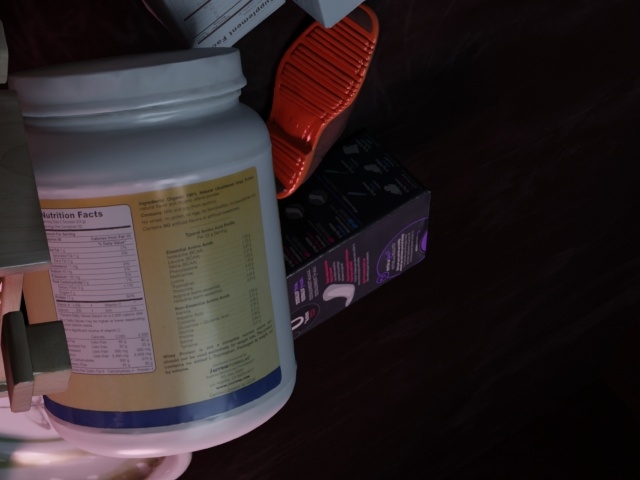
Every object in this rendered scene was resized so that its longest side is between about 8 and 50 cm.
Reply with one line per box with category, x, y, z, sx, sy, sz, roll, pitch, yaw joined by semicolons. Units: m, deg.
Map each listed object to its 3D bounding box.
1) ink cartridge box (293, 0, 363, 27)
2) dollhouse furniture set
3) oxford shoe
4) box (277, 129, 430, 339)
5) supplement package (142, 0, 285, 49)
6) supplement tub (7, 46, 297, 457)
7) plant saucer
ink cartridge box;-0.028;-0.285;0.952;0.063;0.150;0.109;-40;153;-10
dollhouse furniture set;-0.311;0.018;0.754;0.174;0.355;0.303;-6;149;-23
oxford shoe;-0.001;-0.175;1.233;0.098;0.097;0.271;-37;165;-54
box;0.000;0.000;1.403;0.270;0.143;0.165;-31;149;-18
supplement package;-0.122;-0.262;0.914;0.105;0.105;0.179;-41;153;-6
supplement tub;-0.146;0.001;0.893;0.228;0.228;0.316;-17;108;-38
plant saucer;-0.349;0.207;1.201;0.400;0.100;0.400;-1;148;-1
